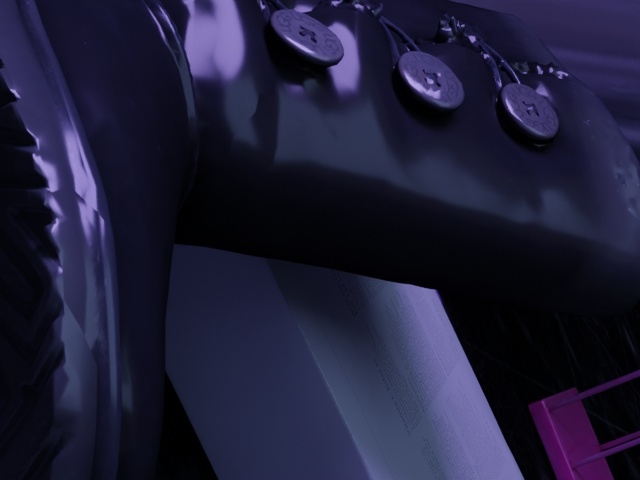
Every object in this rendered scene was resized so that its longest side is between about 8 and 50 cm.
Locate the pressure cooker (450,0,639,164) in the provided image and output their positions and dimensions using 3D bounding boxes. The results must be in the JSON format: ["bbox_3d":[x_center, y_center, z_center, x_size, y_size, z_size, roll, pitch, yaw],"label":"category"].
[{"bbox_3d":[0.222,-0.222,1.422,0.370,0.421,0.375,39,65,-66],"label":"pressure cooker"}]

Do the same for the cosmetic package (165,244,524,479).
[{"bbox_3d":[0.032,0.127,0.924,0.377,0.097,0.284,65,17,-3],"label":"cosmetic package"}]

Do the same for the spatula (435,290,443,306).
[{"bbox_3d":[0.026,-0.013,1.191,0.296,0.030,0.084,49,23,-41],"label":"spatula"}]

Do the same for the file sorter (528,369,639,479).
[{"bbox_3d":[0.388,0.281,1.592,0.290,0.182,0.202,69,18,9],"label":"file sorter"}]

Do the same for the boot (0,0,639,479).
[{"bbox_3d":[0.000,-0.002,0.693,0.445,0.146,0.367,13,52,-44],"label":"boot"}]
